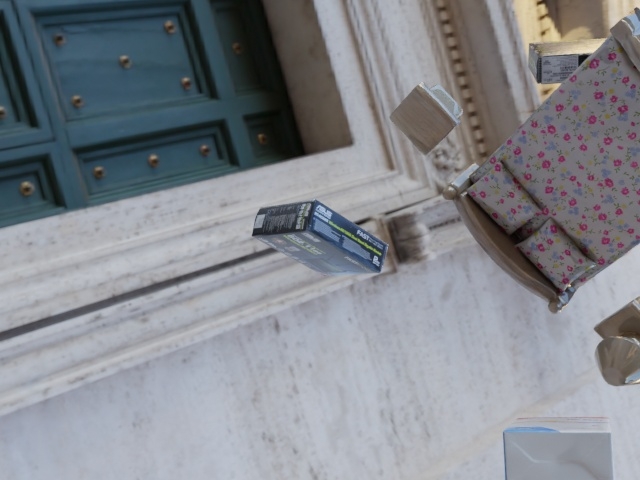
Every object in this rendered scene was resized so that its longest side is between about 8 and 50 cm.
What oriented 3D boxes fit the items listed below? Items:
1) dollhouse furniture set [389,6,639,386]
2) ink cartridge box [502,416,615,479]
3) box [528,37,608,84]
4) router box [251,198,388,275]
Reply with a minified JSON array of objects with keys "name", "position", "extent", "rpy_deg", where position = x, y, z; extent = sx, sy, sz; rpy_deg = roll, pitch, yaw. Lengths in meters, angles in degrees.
[{"name":"dollhouse furniture set","position":[0.218,-0.031,0.510],"extent":[0.355,0.174,0.303],"rpy_deg":[46,-45,6]},{"name":"ink cartridge box","position":[0.331,0.287,1.085],"extent":[0.134,0.231,0.077],"rpy_deg":[-4,-98,18]},{"name":"box","position":[0.398,-0.258,1.124],"extent":[0.191,0.184,0.045],"rpy_deg":[-1,-73,10]},{"name":"router box","position":[0.000,0.000,0.872],"extent":[0.092,0.122,0.038],"rpy_deg":[-7,-118,47]}]
